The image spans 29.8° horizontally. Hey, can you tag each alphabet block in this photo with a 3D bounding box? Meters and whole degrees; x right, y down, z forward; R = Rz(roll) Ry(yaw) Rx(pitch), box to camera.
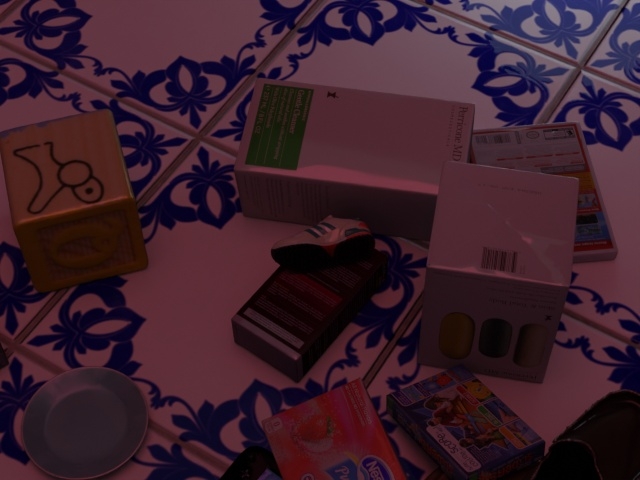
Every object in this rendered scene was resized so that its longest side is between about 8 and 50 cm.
[{"bbox_3d":[-0.393,-0.063,1.913,0.193,0.193,0.197,-14,55,-7],"label":"alphabet block"}]

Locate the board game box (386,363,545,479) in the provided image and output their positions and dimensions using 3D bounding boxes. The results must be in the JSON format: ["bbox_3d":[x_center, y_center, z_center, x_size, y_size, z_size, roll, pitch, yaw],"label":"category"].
[{"bbox_3d":[0.204,0.264,1.712,0.136,0.035,0.201,-19,37,-23],"label":"board game box"}]

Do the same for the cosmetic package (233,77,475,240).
[{"bbox_3d":[0.060,-0.131,1.973,0.366,0.155,0.196,6,60,7],"label":"cosmetic package"}]

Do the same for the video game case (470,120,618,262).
[{"bbox_3d":[0.365,-0.081,2.016,0.204,0.025,0.285,-5,54,-3],"label":"video game case"}]

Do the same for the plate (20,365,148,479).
[{"bbox_3d":[-0.346,0.272,1.772,0.188,0.024,0.188,0,53,1],"label":"plate"}]

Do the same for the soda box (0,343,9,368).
[{"bbox_3d":[-0.587,0.101,1.864,0.092,0.083,0.263,-30,59,-19],"label":"soda box"}]

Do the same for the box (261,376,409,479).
[{"bbox_3d":[0.053,0.352,1.556,0.154,0.142,0.300,-24,53,-1],"label":"box"}]

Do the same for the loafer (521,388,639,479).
[{"bbox_3d":[0.362,0.314,1.607,0.134,0.130,0.366,33,50,21],"label":"loafer"}]

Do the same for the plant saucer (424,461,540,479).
[{"bbox_3d":[0.257,0.397,1.630,0.278,0.041,0.277,4,45,-4],"label":"plant saucer"}]

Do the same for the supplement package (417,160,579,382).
[{"bbox_3d":[0.258,0.050,1.775,0.199,0.262,0.198,8,54,7],"label":"supplement package"}]

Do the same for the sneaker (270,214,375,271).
[{"bbox_3d":[0.000,0.000,1.864,0.161,0.057,0.075,-10,37,-5],"label":"sneaker"}]

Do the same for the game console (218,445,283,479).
[{"bbox_3d":[0.002,0.424,1.643,0.361,0.044,0.213,32,60,23],"label":"game console"}]

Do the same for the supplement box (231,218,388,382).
[{"bbox_3d":[-0.014,0.090,1.868,0.130,0.073,0.239,31,61,22],"label":"supplement box"}]
